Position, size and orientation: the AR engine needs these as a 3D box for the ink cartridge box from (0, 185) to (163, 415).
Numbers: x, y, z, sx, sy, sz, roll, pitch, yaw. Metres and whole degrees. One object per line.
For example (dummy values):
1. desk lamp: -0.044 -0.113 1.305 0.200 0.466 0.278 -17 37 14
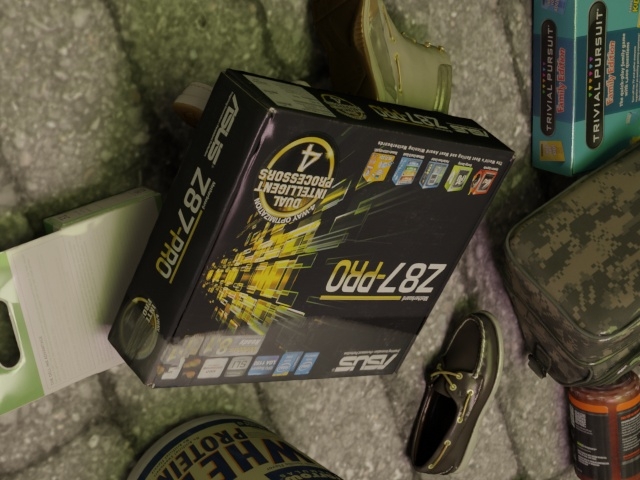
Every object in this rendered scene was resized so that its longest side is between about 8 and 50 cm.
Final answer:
1. ink cartridge box: -0.258 0.060 1.236 0.235 0.056 0.171 -21 114 -28

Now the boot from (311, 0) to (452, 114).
1. boot: 0.076 -0.233 1.371 0.165 0.077 0.213 -4 81 -49

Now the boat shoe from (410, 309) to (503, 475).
1. boat shoe: 0.177 0.201 1.559 0.068 0.081 0.228 5 102 -40

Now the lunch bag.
1. lunch bag: 0.402 0.043 1.577 0.305 0.212 0.256 -35 155 -11

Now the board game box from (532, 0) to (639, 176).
1. board game box: 0.435 -0.245 1.617 0.336 0.079 0.254 -14 111 -31

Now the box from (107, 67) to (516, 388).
1. box: 0.000 0.000 1.280 0.395 0.097 0.318 5 120 -47

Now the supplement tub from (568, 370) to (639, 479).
1. supplement tub: 0.414 0.251 1.723 0.106 0.106 0.198 -20 114 -29

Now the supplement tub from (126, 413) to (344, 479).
1. supplement tub: -0.056 0.346 1.287 0.235 0.325 0.236 -10 108 -33

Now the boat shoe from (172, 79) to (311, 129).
1. boat shoe: -0.043 -0.133 1.312 0.277 0.098 0.096 20 90 -46
